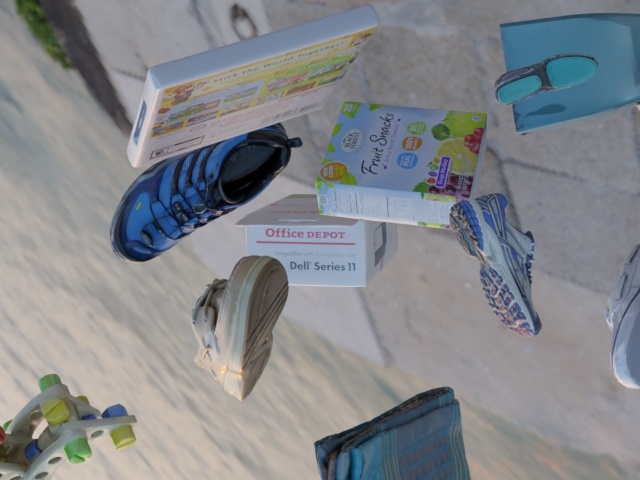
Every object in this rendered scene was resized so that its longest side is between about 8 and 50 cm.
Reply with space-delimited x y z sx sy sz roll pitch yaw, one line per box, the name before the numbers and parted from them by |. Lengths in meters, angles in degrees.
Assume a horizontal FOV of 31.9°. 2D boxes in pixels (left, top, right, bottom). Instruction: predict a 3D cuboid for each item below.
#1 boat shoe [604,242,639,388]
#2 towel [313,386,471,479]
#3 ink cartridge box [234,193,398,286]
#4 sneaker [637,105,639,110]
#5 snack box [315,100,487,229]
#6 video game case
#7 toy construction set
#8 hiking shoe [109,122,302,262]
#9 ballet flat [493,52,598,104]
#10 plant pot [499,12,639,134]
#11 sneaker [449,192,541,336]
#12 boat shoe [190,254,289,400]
boat shoe | 0.405 0.090 1.410 0.084 0.258 0.095 -19 115 46
towel | 0.109 0.330 0.997 0.040 0.271 0.370 -16 87 27
ink cartridge box | 0.000 0.000 1.884 0.207 0.353 0.119 1 100 15
sneaker | 0.615 -0.286 1.791 0.099 0.262 0.121 29 -152 -29
snack box | 0.113 -0.104 1.523 0.207 0.174 0.070 5 136 13
video game case | -0.073 -0.149 1.101 0.026 0.227 0.206 67 160 10
toy construction set | -0.394 0.220 1.314 0.328 0.215 0.151 40 -161 -44
hiking shoe | -0.171 -0.073 1.567 0.113 0.304 0.132 51 179 -21
ballet flat | 0.242 -0.181 1.215 0.041 0.114 0.041 -17 -90 -82
plant pot | 0.406 -0.262 1.700 0.165 0.234 0.165 -14 -86 -76
sneaker | 0.169 0.019 0.981 0.135 0.058 0.052 65 163 -2
boat shoe | -0.123 0.112 1.491 0.110 0.121 0.341 29 149 8
